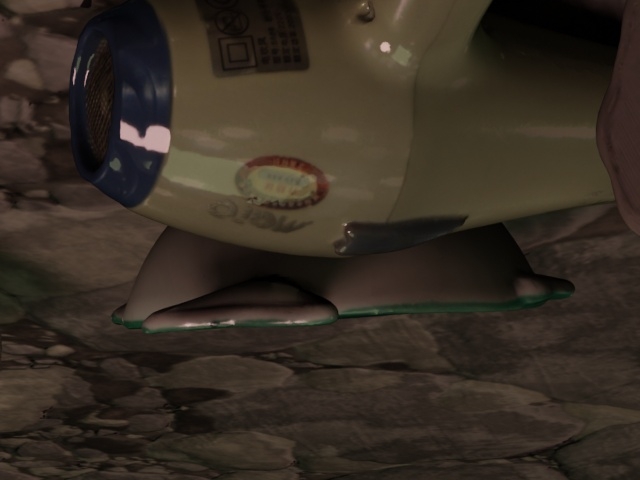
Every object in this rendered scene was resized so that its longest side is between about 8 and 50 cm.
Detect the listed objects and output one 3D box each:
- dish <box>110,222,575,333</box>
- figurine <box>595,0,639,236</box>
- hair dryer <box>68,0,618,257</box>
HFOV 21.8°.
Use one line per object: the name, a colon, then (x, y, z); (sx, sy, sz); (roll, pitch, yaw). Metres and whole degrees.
dish: (0.000, 0.000, 0.767); (0.224, 0.078, 0.246); (-3, 178, 16)
figurine: (0.264, -0.035, 0.626); (0.387, 0.207, 0.166); (5, -170, -40)
hair dryer: (0.096, -0.079, 0.617); (0.296, 0.119, 0.298); (13, 143, -43)
